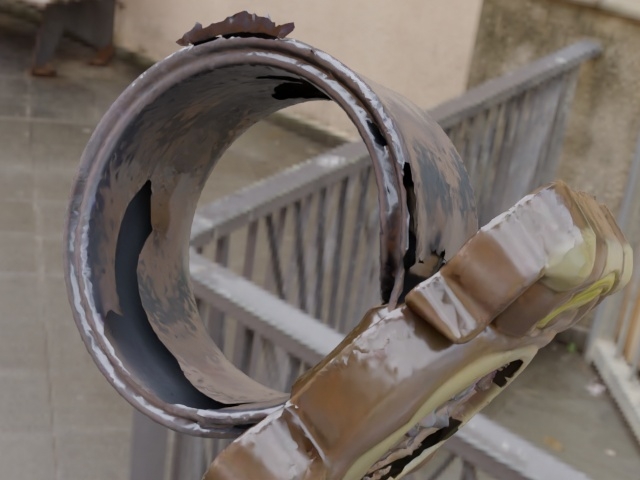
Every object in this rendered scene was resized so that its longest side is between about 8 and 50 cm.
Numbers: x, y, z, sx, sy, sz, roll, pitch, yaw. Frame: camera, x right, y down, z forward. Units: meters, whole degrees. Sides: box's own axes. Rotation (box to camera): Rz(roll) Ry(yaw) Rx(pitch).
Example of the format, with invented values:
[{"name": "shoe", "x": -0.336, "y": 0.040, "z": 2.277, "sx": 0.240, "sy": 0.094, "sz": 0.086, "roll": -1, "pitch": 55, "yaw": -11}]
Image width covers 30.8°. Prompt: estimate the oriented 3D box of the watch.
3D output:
[{"name": "watch", "x": 0.000, "y": 0.000, "z": 0.852, "sx": 0.327, "sy": 0.335, "sz": 0.314, "roll": 51, "pitch": 18, "yaw": 18}]
